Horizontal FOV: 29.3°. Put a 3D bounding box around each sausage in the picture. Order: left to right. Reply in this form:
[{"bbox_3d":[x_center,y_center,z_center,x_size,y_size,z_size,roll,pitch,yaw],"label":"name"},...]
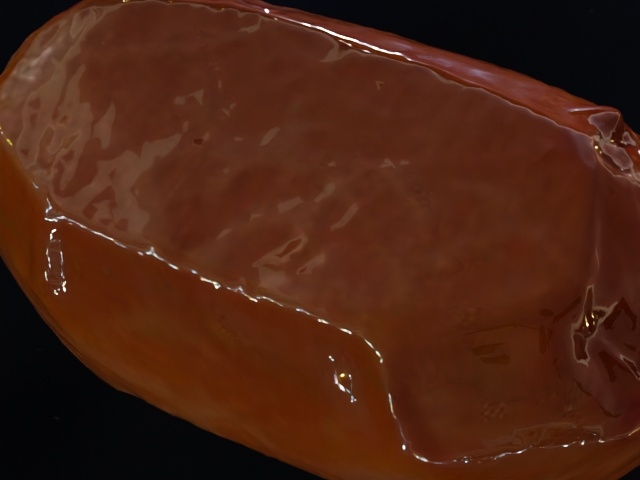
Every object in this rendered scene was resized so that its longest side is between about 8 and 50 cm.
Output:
[{"bbox_3d":[0.000,0.001,0.435,0.268,0.141,0.153,19,-114,18],"label":"sausage"}]
